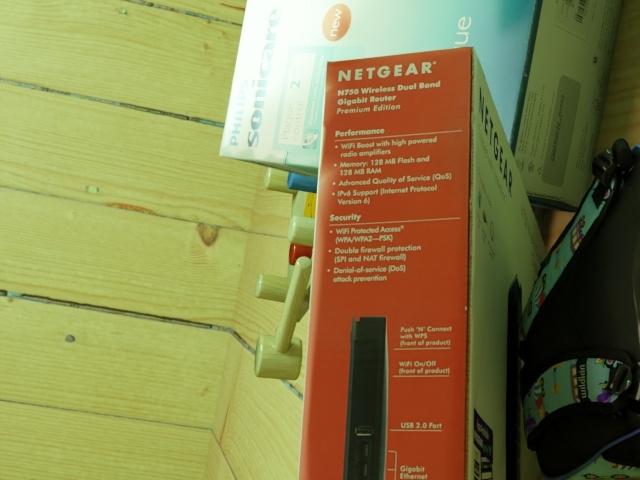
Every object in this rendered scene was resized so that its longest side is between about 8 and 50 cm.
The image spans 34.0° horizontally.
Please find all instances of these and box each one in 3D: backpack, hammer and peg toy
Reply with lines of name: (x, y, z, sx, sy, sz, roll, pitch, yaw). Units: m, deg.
backpack: (0.175, 0.055, 0.556, 0.173, 0.117, 0.158, 111, 165, -59)
hammer and peg toy: (0.000, 0.000, 1.430, 0.266, 0.127, 0.361, 122, 155, -57)

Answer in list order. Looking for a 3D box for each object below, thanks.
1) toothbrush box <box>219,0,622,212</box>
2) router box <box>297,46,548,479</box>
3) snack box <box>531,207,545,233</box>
toothbrush box: (0.075, -0.150, 0.847, 0.296, 0.126, 0.216, 12, 91, 43)
router box: (0.080, 0.097, 0.632, 0.335, 0.082, 0.301, 46, -135, -64)
snack box: (0.121, -0.028, 0.897, 0.141, 0.037, 0.100, 8, 88, 39)
